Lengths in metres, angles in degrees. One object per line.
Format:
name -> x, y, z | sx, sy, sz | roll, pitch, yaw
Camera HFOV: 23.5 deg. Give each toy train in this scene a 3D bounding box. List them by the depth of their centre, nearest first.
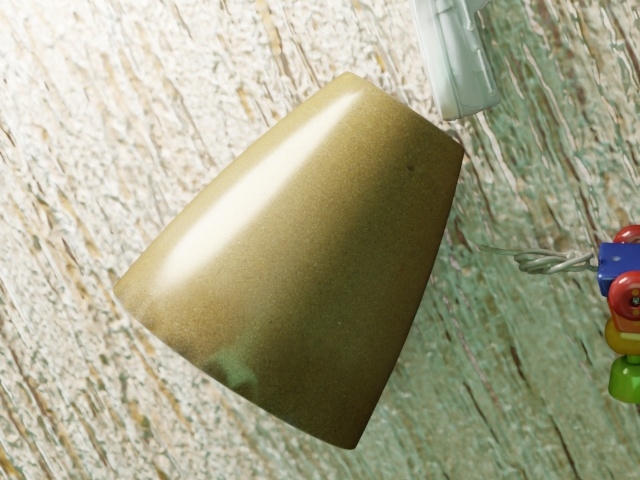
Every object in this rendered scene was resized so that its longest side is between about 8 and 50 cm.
toy train -> 0.255, 0.070, 1.267 | 0.248, 0.105, 0.143 | 3, 116, 11

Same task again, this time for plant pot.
plant pot -> 0.000, 0.000, 1.252 | 0.237, 0.237, 0.254 | 34, 91, 3

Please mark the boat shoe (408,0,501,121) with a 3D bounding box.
boat shoe -> 0.107, -0.191, 1.252 | 0.063, 0.066, 0.184 | -14, 97, 0
